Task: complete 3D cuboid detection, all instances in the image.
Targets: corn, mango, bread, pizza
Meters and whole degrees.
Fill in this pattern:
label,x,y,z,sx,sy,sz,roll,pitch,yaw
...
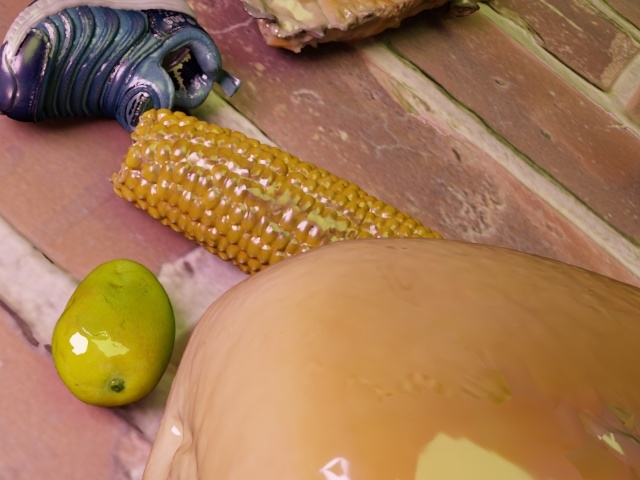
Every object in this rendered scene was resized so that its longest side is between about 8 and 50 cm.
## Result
label,x,y,z,sx,sy,sz,roll,pitch,yaw
corn,0.000,0.000,0.638,0.310,0.101,0.101,31,42,-3
mango,-0.125,0.054,0.539,0.073,0.056,0.108,23,40,-22
bread,0.108,0.161,0.450,0.375,0.253,0.348,18,41,-21
pizza,0.020,-0.343,0.980,0.391,0.080,0.435,1,53,-32

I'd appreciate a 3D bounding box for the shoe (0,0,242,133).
label,x,y,z,sx,sy,sz,roll,pitch,yaw
shoe,-0.152,-0.129,0.661,0.106,0.092,0.207,44,39,18
